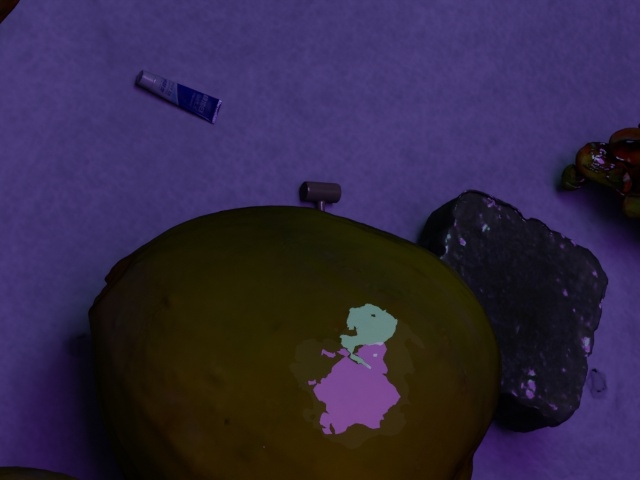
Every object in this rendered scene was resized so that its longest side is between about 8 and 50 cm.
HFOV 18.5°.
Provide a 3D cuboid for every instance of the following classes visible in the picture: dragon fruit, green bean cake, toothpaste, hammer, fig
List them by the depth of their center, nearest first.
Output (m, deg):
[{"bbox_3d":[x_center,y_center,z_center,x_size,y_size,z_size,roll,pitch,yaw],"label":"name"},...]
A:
[{"bbox_3d":[-0.029,0.123,1.600,0.343,0.343,0.343,7,74,-25],"label":"fig"},{"bbox_3d":[-0.128,-0.134,1.790,0.083,0.015,0.024,25,75,-24],"label":"toothpaste"},{"bbox_3d":[0.000,0.000,1.819,0.035,0.019,0.110,4,80,-25],"label":"hammer"},{"bbox_3d":[0.166,0.067,1.837,0.183,0.094,0.185,26,66,-18],"label":"green bean cake"},{"bbox_3d":[0.329,-0.069,1.948,0.175,0.142,0.138,9,42,6],"label":"dragon fruit"}]

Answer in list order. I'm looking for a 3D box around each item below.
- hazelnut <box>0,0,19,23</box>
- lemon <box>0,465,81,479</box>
[{"bbox_3d":[-0.320,-0.247,1.647,0.182,0.182,0.182,7,74,-25],"label":"hazelnut"},{"bbox_3d":[-0.238,0.295,1.496,0.267,0.267,0.267,7,74,-25],"label":"lemon"}]
